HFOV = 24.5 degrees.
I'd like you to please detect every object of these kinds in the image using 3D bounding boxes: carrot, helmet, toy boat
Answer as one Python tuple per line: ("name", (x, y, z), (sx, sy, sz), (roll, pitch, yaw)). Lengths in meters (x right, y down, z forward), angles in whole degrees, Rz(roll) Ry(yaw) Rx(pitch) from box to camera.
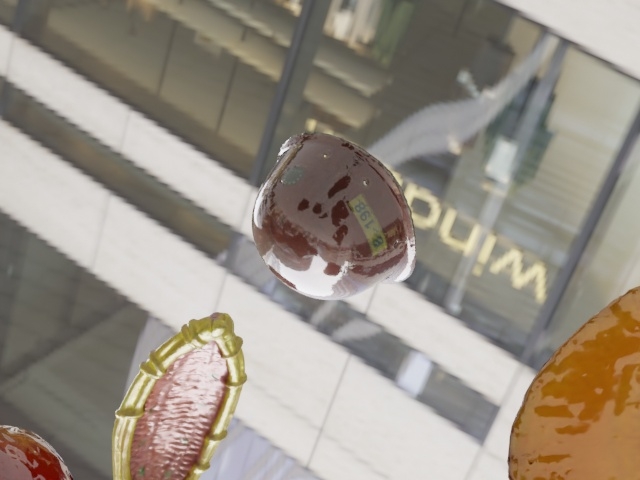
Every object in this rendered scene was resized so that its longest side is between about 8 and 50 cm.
("carrot", (0.267, 0.144, 0.908), (0.100, 0.307, 0.258), (32, -118, -45))
("helmet", (0.000, 0.000, 1.356), (0.155, 0.175, 0.106), (6, -137, 42))
("toy boat", (-0.159, 0.198, 1.641), (0.141, 0.318, 0.099), (3, -150, -29))

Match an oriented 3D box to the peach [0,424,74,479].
("peach", (-0.332, 0.245, 1.067), (0.338, 0.281, 0.281), (16, -146, 7))
